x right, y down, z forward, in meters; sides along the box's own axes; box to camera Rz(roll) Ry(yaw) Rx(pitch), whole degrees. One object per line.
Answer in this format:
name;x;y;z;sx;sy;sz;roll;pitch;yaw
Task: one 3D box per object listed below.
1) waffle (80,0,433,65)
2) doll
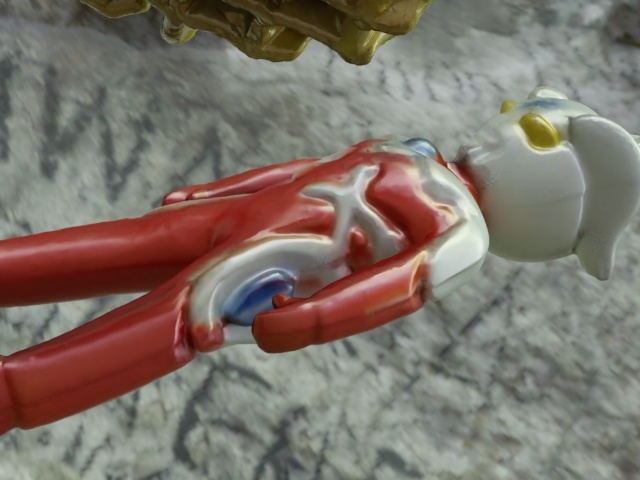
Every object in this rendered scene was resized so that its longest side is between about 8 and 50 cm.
waffle;-0.071;-0.166;0.664;0.056;0.249;0.253;-60;-31;-23
doll;0.000;0.000;0.841;0.384;0.188;0.099;-14;-62;-17
